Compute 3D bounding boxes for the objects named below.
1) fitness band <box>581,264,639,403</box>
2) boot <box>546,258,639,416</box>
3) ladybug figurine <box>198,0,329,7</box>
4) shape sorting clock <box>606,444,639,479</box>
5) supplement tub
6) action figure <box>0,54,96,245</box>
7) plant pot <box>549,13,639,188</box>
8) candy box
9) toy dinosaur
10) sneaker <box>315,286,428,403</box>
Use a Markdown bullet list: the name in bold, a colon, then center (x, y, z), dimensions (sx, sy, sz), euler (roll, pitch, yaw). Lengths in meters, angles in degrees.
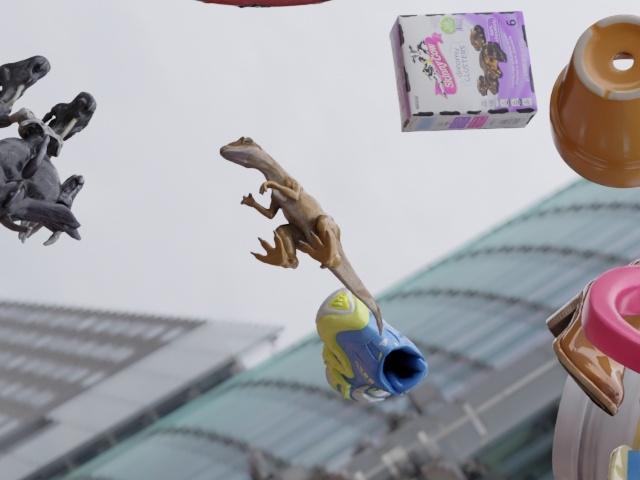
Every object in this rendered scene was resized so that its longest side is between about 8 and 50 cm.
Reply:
- **fitness band**: center (0.359, 0.097, 1.426), dimensions (0.291, 0.209, 0.054), euler (17, -66, 12)
- **boot**: center (0.302, 0.077, 1.677), dimensions (0.073, 0.152, 0.197), euler (49, 12, -23)
- **ladybug figurine**: center (-0.083, -0.387, 2.124), dimensions (0.305, 0.449, 0.162), euler (-18, -104, 52)
- **shape sorting clock**: center (0.305, 0.297, 1.637), dimensions (0.040, 0.206, 0.206), euler (-12, -69, 24)
- **supplement tub**: center (0.456, 0.231, 1.974), dimensions (0.331, 0.241, 0.241), euler (14, -45, 23)
- **action figure**: center (-0.305, -0.068, 1.701), dimensions (0.164, 0.275, 0.141), euler (35, -62, -16)
- **plant pot**: center (0.402, -0.200, 2.288), dimensions (0.205, 0.205, 0.188), euler (49, -6, 25)
- **candy box**: center (0.211, -0.251, 2.556), dimensions (0.070, 0.196, 0.165), euler (119, -34, -70)
- **toy dinosaur**: center (0.000, 0.000, 1.377), dimensions (0.211, 0.064, 0.112), euler (54, 21, -9)
- **sneaker**: center (0.067, 0.151, 1.971), dimensions (0.126, 0.091, 0.240), euler (42, -9, 30)
